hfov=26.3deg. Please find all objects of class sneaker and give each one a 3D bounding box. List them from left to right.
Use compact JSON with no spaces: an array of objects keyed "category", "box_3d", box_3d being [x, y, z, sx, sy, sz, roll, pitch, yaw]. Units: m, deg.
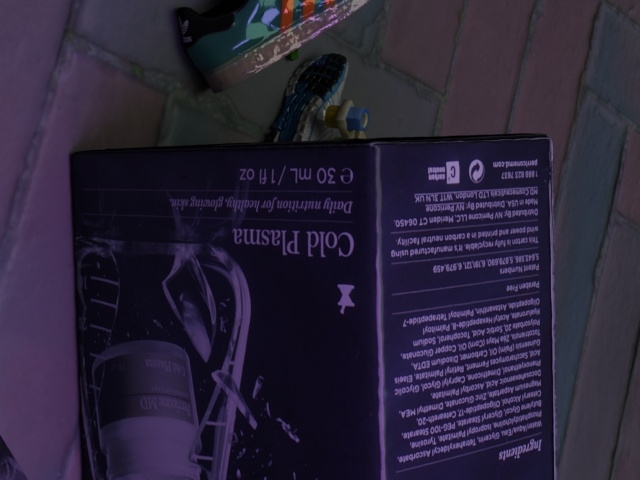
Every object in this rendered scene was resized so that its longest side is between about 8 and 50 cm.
[{"category":"sneaker","box_3d":[-0.035,-0.307,1.667,0.302,0.108,0.121,-35,108,-13]},{"category":"sneaker","box_3d":[-0.010,-0.156,1.790,0.083,0.071,0.191,48,63,-49]}]

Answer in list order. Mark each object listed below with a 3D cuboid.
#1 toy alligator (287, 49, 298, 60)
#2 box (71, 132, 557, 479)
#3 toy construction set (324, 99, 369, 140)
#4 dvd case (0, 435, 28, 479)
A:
[{"category":"toy alligator","box_3d":[-0.049,-0.320,1.743,0.056,0.051,0.190,-35,116,-41]},{"category":"box","box_3d":[-0.014,0.127,1.486,0.297,0.480,0.472,-7,96,-45]},{"category":"toy construction set","box_3d":[0.098,-0.045,1.826,0.327,0.151,0.215,17,81,-52]},{"category":"dvd case","box_3d":[-0.353,0.297,1.396,0.221,0.018,0.164,-71,142,-57]}]
